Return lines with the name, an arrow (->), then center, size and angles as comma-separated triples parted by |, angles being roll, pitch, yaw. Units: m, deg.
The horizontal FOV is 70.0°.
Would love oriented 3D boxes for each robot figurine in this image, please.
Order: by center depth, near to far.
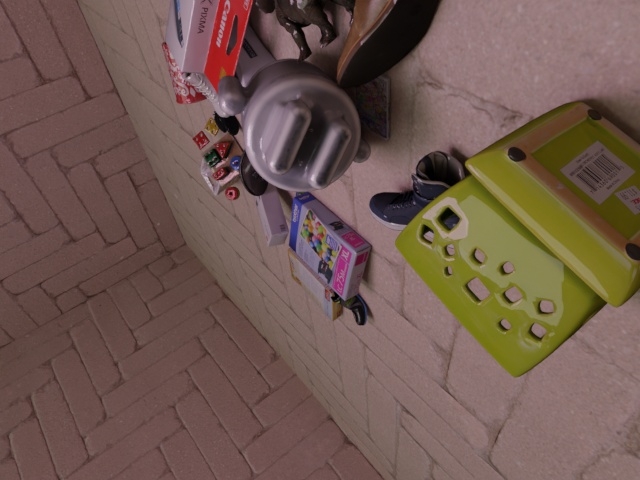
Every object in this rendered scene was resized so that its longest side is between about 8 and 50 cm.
robot figurine -> -0.045, -0.220, 0.846 | 0.200, 0.299, 0.353 | -60, 24, 21

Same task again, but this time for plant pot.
plant pot -> 0.262, -0.016, 0.534 | 0.227, 0.228, 0.207 | 50, 151, 19

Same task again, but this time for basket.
basket -> -0.360, -0.253, 1.659 | 0.113, 0.103, 0.167 | 57, 159, 1

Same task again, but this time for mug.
mug -> -0.413, -0.516, 1.376 | 0.150, 0.113, 0.169 | 33, 144, 43

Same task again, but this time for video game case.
video game case -> 0.094, -0.253, 0.836 | 0.087, 0.011, 0.122 | 40, 152, 36

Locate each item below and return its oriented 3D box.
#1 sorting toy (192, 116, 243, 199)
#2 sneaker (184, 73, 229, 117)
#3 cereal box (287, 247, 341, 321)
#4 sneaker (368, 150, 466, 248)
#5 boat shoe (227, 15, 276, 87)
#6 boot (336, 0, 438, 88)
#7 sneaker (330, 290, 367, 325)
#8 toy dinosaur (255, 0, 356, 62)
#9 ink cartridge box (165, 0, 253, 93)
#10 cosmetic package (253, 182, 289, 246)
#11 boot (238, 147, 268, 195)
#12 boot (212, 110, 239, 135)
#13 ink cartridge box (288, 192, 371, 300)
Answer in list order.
sorting toy -> -0.327, -0.277, 1.523 | 0.275, 0.132, 0.046 | 58, -163, 1
sneaker -> -0.331, -0.452, 1.297 | 0.090, 0.115, 0.232 | -5, 120, 38
cereal box -> -0.019, 0.143, 1.546 | 0.240, 0.047, 0.173 | 44, 154, 30
sneaker -> 0.163, -0.086, 0.794 | 0.226, 0.086, 0.163 | 21, 150, 41
boat shoe -> -0.167, -0.391, 1.074 | 0.301, 0.108, 0.102 | 57, 158, 7
boot -> 0.091, -0.337, 0.624 | 0.115, 0.112, 0.305 | 60, 150, 12
sneaker -> 0.074, 0.173, 1.352 | 0.188, 0.078, 0.067 | 59, 158, -6
toy dinosaur -> -0.020, -0.400, 0.741 | 0.160, 0.121, 0.313 | 52, 166, -23
ink cartridge box -> -0.247, -0.492, 0.982 | 0.261, 0.066, 0.296 | 58, 140, 28
cosmetic package -> -0.161, -0.109, 1.393 | 0.099, 0.060, 0.239 | 117, 138, -66
boot -> -0.119, -0.199, 1.211 | 0.229, 0.091, 0.263 | 37, 134, 38
boot -> -0.302, -0.374, 1.457 | 0.121, 0.045, 0.099 | 64, 156, 3
ink cartridge box -> 0.000, 0.000, 1.260 | 0.311, 0.065, 0.186 | 45, 142, 33
